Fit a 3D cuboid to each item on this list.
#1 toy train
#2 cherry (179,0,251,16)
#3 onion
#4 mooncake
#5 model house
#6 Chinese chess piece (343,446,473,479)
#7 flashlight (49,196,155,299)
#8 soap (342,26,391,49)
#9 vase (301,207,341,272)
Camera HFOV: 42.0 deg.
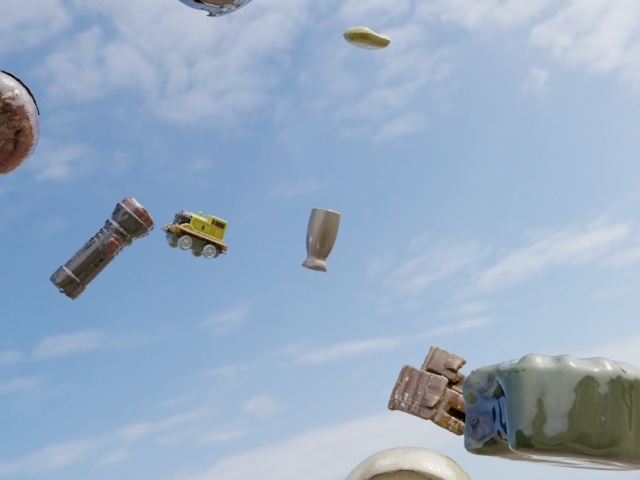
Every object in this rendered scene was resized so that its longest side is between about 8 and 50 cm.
[{"bbox_3d":[-0.351,-0.021,2.366,0.219,0.127,0.089,23,-11,-33],"label":"toy train"},{"bbox_3d":[-0.153,-0.430,1.230,0.195,0.195,0.195,-18,-22,-8],"label":"cherry"},{"bbox_3d":[-0.745,-0.268,1.864,0.246,0.190,0.246,-1,-63,-2],"label":"onion"},{"bbox_3d":[0.431,0.306,1.489,0.351,0.187,0.351,6,-19,2],"label":"mooncake"},{"bbox_3d":[0.304,0.371,2.079,0.229,0.199,0.219,23,-13,2],"label":"model house"},{"bbox_3d":[0.139,0.448,1.305,0.249,0.250,0.103,-26,2,13],"label":"Chinese chess piece"},{"bbox_3d":[-0.436,0.018,1.663,0.232,0.093,0.093,-47,-18,-13],"label":"flashlight"},{"bbox_3d":[0.123,-0.530,2.196,0.089,0.045,0.140,10,5,39],"label":"soap"},{"bbox_3d":[0.000,0.000,1.379,0.053,0.101,0.053,12,-6,1],"label":"vase"}]
